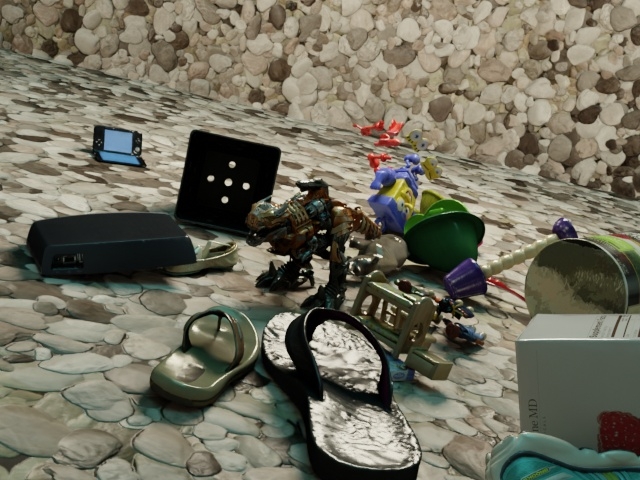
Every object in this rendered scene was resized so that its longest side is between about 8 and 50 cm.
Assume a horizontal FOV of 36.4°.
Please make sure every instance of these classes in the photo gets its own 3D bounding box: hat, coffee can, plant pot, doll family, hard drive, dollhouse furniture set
[{"bbox_3d":[0.278,0.060,1.965,0.173,0.208,0.183,49,23,-50],"label":"hat"},{"bbox_3d":[0.543,0.088,1.847,0.201,0.201,0.275,25,20,37],"label":"coffee can"},{"bbox_3d":[-0.193,-0.119,2.042,0.187,0.188,0.167,12,2,-5],"label":"plant pot"},{"bbox_3d":[0.202,0.124,1.664,0.193,0.076,0.111,17,-4,31],"label":"doll family"},{"bbox_3d":[-0.349,0.001,1.623,0.255,0.054,0.172,-4,21,-24],"label":"hard drive"},{"bbox_3d":[0.166,0.132,1.520,0.182,0.101,0.161,28,11,38],"label":"dollhouse furniture set"}]

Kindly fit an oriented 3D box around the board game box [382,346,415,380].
[{"bbox_3d":[0.080,0.183,1.455,0.090,0.020,0.090,1,19,-37],"label":"board game box"}]

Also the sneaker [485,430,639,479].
[{"bbox_3d":[0.312,0.306,1.119,0.275,0.107,0.110,13,44,-17],"label":"sneaker"}]

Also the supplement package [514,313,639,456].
[{"bbox_3d":[0.410,0.193,1.238,0.293,0.177,0.175,-3,6,22],"label":"supplement package"}]

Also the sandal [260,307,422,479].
[{"bbox_3d":[0.033,0.171,1.276,0.168,0.107,0.446,4,18,-16],"label":"sandal"}]

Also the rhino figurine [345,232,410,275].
[{"bbox_3d":[0.104,0.034,1.913,0.106,0.073,0.243,15,16,17],"label":"rhino figurine"}]

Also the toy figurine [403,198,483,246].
[{"bbox_3d":[0.306,-0.017,2.259,0.173,0.130,0.159,-6,-12,34],"label":"toy figurine"}]

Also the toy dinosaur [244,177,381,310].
[{"bbox_3d":[0.000,0.000,1.669,0.322,0.218,0.164,5,17,-29],"label":"toy dinosaur"}]

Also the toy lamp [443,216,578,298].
[{"bbox_3d":[0.371,0.038,1.909,0.275,0.080,0.080,-26,26,-10],"label":"toy lamp"}]

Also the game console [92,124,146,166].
[{"bbox_3d":[-0.486,-0.229,2.367,0.122,0.107,0.071,6,-12,-26],"label":"game console"}]

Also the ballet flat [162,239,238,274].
[{"bbox_3d":[-0.211,0.025,1.715,0.057,0.052,0.168,24,19,35],"label":"ballet flat"}]

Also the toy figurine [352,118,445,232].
[{"bbox_3d":[0.171,-0.088,2.320,0.191,0.217,0.362,7,-35,36],"label":"toy figurine"}]

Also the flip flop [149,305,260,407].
[{"bbox_3d":[-0.149,0.138,1.309,0.112,0.080,0.277,16,16,10],"label":"flip flop"}]
